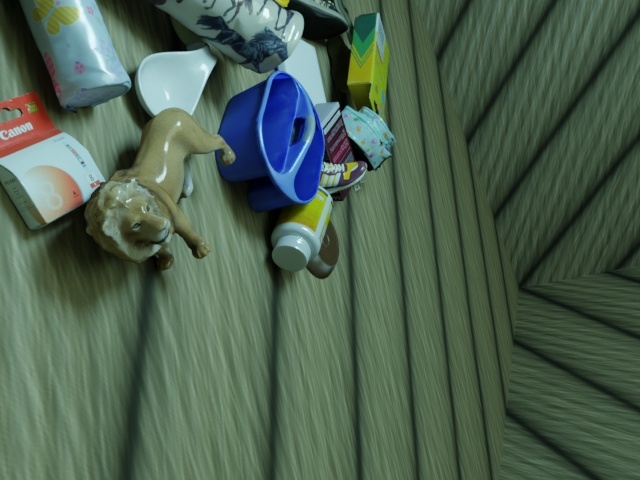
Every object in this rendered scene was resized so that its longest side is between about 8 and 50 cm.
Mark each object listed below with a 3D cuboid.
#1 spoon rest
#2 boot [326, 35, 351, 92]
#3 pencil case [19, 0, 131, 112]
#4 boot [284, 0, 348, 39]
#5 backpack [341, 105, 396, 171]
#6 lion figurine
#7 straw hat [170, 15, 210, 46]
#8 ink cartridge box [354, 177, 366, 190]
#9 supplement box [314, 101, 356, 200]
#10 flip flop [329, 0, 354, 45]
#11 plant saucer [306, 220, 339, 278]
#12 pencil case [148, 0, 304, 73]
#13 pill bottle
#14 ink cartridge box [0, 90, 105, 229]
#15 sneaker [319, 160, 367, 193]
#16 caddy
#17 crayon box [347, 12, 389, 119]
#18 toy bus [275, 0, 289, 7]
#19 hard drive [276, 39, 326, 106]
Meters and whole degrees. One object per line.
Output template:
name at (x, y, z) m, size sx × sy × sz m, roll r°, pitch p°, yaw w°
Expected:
spoon rest at (-0.275, -0.325, 1.185) m, size 0.137 × 0.084 × 0.276 m, roll 58°, pitch 31°, yaw -29°
boot at (0.100, -0.564, 2.004) m, size 0.165 × 0.077 × 0.213 m, roll 21°, pitch 51°, yaw -58°
pencil case at (-0.395, -0.345, 0.939) m, size 0.124 × 0.114 × 0.273 m, roll -103°, pitch 173°, yaw -81°
boot at (-0.056, -0.763, 1.767) m, size 0.377 × 0.138 × 0.284 m, roll -5°, pitch 80°, yaw -57°
backpack at (0.125, -0.318, 1.808) m, size 0.188 × 0.144 × 0.166 m, roll 34°, pitch 10°, yaw -50°
lion figurine at (-0.266, -0.108, 1.012) m, size 0.240 × 0.142 × 0.392 m, roll 59°, pitch 24°, yaw -48°
straw hat at (-0.262, -0.488, 1.316) m, size 0.144 × 0.061 × 0.144 m, roll 36°, pitch 47°, yaw -50°
ink cartridge box at (0.118, -0.203, 1.908) m, size 0.048 × 0.028 × 0.083 m, roll -30°, pitch 103°, yaw -61°
supplement box at (0.026, -0.239, 1.640) m, size 0.130 × 0.073 × 0.239 m, roll -58°, pitch 139°, yaw -42°
flip flop at (0.051, -0.744, 1.991) m, size 0.112 × 0.080 × 0.276 m, roll 38°, pitch 29°, yaw -60°
plant saucer at (0.000, 0.000, 1.580) m, size 0.199 × 0.036 × 0.198 m, roll 36°, pitch 46°, yaw -49°
pencil case at (-0.220, -0.490, 1.197) m, size 0.410 × 0.160 × 0.183 m, roll 25°, pitch 42°, yaw -39°
pill bottle at (-0.046, -0.031, 1.419) m, size 0.117 × 0.117 × 0.214 m, roll 56°, pitch 34°, yaw -31°
ink cartridge box at (-0.408, -0.125, 0.881) m, size 0.179 × 0.045 × 0.145 m, roll 68°, pitch 28°, yaw -18°
sneaker at (0.027, -0.172, 1.557) m, size 0.083 × 0.186 × 0.069 m, roll 59°, pitch 11°, yaw -34°
caddy at (-0.091, -0.227, 1.373) m, size 0.241 × 0.179 × 0.341 m, roll 49°, pitch 37°, yaw -41°
crayon box at (0.153, -0.526, 1.905) m, size 0.202 × 0.081 × 0.318 m, roll 56°, pitch 37°, yaw -62°
toy bus at (-0.145, -0.573, 1.395) m, size 0.220 × 0.212 × 0.149 m, roll 60°, pitch 17°, yaw -29°
hard drive at (-0.047, -0.415, 1.698) m, size 0.210 × 0.040 × 0.318 m, roll 0°, pitch 77°, yaw -61°
